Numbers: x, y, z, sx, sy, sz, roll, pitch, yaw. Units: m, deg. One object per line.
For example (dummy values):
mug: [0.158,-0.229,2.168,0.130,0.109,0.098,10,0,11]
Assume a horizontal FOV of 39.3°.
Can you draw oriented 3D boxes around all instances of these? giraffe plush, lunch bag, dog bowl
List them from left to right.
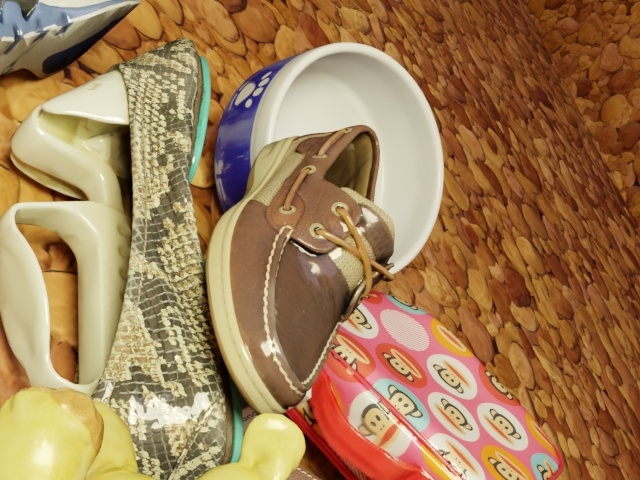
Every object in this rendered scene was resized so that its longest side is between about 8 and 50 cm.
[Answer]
giraffe plush: [-0.087,0.166,0.491,0.210,0.171,0.181,-5,90,-87]
dog bowl: [0.014,-0.083,1.015,0.265,0.104,0.264,2,86,-41]
lunch bag: [0.087,0.180,0.897,0.293,0.120,0.258,45,22,21]

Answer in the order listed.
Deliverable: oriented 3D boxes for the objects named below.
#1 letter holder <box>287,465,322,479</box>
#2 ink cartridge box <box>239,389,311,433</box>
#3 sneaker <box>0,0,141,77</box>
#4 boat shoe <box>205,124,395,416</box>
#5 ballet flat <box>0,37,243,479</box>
letter holder: [0.000,0.327,0.647,0.302,0.152,0.214,44,28,-22]
ink cartridge box: [-0.067,0.103,0.808,0.067,0.115,0.198,40,33,-27]
sneaker: [-0.301,-0.234,0.776,0.182,0.127,0.315,56,29,-5]
boat shoe: [0.000,0.000,0.741,0.123,0.123,0.342,61,21,-25]
ballet flat: [-0.174,-0.016,0.746,0.182,0.164,0.482,13,50,-28]
